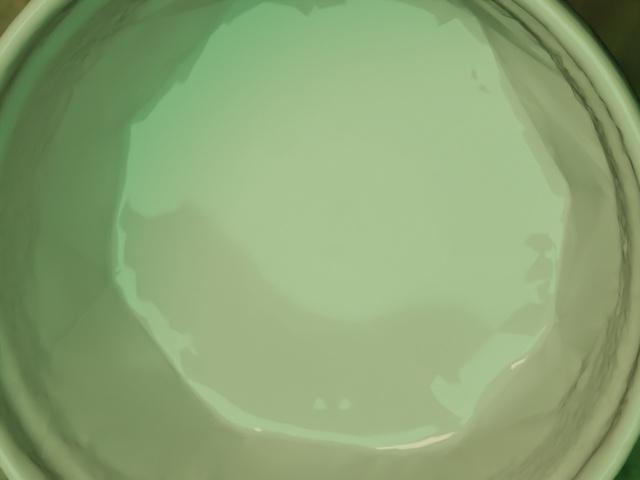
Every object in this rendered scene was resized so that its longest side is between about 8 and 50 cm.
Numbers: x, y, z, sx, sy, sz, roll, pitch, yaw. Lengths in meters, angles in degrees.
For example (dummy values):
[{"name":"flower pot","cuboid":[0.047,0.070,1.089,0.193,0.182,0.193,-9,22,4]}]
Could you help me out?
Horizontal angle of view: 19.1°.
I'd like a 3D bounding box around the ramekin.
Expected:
[{"name":"ramekin","cuboid":[0.000,0.000,0.563,0.207,0.109,0.207,2,101,8]}]
